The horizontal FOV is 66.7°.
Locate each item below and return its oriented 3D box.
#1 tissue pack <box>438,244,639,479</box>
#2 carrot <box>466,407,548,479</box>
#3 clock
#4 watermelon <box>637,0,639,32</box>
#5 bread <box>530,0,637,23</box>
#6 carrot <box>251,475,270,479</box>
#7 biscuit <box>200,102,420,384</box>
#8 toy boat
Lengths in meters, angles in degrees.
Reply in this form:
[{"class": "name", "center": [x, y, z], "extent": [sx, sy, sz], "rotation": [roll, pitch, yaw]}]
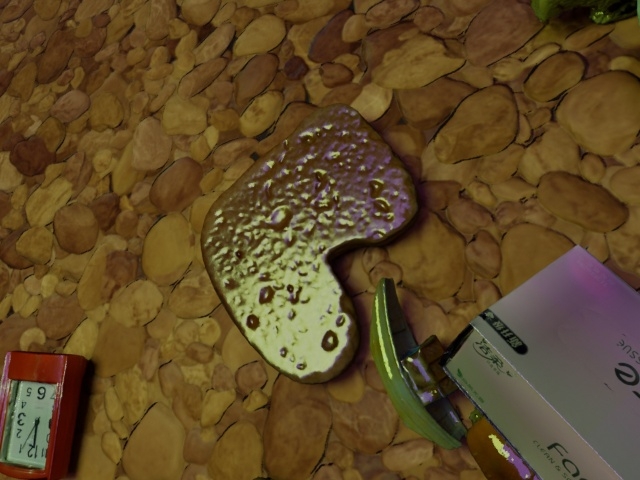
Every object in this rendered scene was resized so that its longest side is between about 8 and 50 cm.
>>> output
[{"class": "tissue pack", "center": [0.238, 0.136, 0.378], "extent": [0.148, 0.092, 0.246], "rotation": [-28, 60, -25]}, {"class": "carrot", "center": [0.211, 0.231, 0.403], "extent": [0.067, 0.067, 0.225], "rotation": [-45, 65, 3]}, {"class": "clock", "center": [-0.361, 0.225, 0.633], "extent": [0.113, 0.061, 0.155], "rotation": [-1, 76, 21]}, {"class": "watermelon", "center": [0.432, -0.170, 0.376], "extent": [0.318, 0.226, 0.148], "rotation": [2, 107, 28]}, {"class": "bread", "center": [0.340, -0.278, 0.507], "extent": [0.226, 0.088, 0.049], "rotation": [-12, 72, 18]}, {"class": "carrot", "center": [0.006, 0.382, 0.435], "extent": [0.070, 0.070, 0.342], "rotation": [-39, 65, 6]}, {"class": "biscuit", "center": [0.000, 0.001, 0.569], "extent": [0.277, 0.052, 0.262], "rotation": [-44, 68, 2]}, {"class": "toy boat", "center": [0.093, 0.119, 0.484], "extent": [0.066, 0.065, 0.172], "rotation": [-33, 72, 23]}]
